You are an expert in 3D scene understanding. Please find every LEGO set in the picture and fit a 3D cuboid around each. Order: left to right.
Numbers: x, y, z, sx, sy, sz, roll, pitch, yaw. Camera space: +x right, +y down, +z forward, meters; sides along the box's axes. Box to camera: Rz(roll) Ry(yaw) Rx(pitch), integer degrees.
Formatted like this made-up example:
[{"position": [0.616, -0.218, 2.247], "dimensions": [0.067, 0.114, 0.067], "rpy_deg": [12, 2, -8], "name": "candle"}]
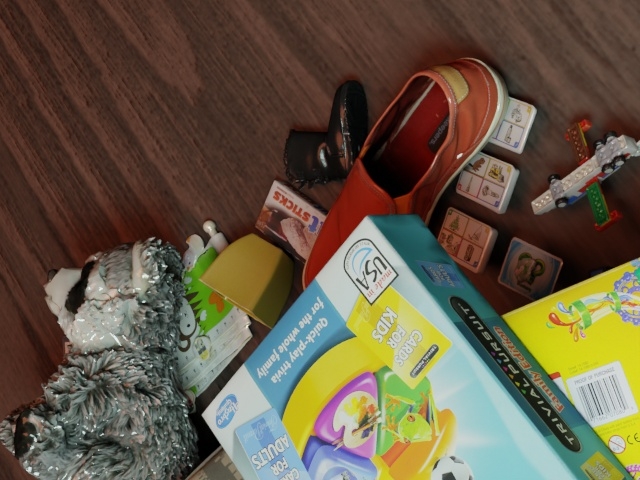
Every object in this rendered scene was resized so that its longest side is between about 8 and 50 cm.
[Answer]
[{"position": [0.227, -0.034, 1.215], "dimensions": [0.244, 0.060, 0.182], "rpy_deg": [31, 106, 54], "name": "LEGO set"}]

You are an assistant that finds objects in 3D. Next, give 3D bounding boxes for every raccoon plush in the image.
[{"position": [-0.164, 0.200, 1.475], "dimensions": [0.299, 0.446, 0.216], "rpy_deg": [-53, 15, -6], "name": "raccoon plush"}]

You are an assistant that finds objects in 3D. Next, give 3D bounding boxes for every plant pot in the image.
[{"position": [-0.077, 0.042, 1.443], "dimensions": [0.081, 0.081, 0.083], "rpy_deg": [30, 82, 24], "name": "plant pot"}]

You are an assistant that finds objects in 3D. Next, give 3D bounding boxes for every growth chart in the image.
[{"position": [-0.161, 0.106, 1.553], "dimensions": [0.172, 0.021, 0.237], "rpy_deg": [50, 119, 26], "name": "growth chart"}]

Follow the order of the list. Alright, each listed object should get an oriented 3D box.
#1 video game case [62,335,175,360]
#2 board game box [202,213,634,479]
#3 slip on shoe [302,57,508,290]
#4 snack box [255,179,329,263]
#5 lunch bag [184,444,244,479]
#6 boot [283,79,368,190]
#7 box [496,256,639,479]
[{"position": [-0.258, 0.256, 1.602], "dimensions": [0.196, 0.026, 0.274], "rpy_deg": [-7, 86, 38], "name": "video game case"}, {"position": [0.080, 0.185, 0.975], "dimensions": [0.336, 0.079, 0.254], "rpy_deg": [52, 121, 25], "name": "board game box"}, {"position": [0.068, -0.053, 1.293], "dimensions": [0.123, 0.101, 0.331], "rpy_deg": [50, 121, 28], "name": "slip on shoe"}, {"position": [0.000, 0.000, 1.420], "dimensions": [0.178, 0.022, 0.064], "rpy_deg": [36, 111, 32], "name": "snack box"}, {"position": [-0.005, 0.371, 1.254], "dimensions": [0.212, 0.256, 0.305], "rpy_deg": [-47, 36, -1], "name": "lunch bag"}, {"position": [0.005, -0.118, 1.400], "dimensions": [0.099, 0.045, 0.121], "rpy_deg": [-1, 95, 38], "name": "boot"}, {"position": [0.252, 0.135, 1.065], "dimensions": [0.290, 0.279, 0.177], "rpy_deg": [-27, 75, 35], "name": "box"}]
